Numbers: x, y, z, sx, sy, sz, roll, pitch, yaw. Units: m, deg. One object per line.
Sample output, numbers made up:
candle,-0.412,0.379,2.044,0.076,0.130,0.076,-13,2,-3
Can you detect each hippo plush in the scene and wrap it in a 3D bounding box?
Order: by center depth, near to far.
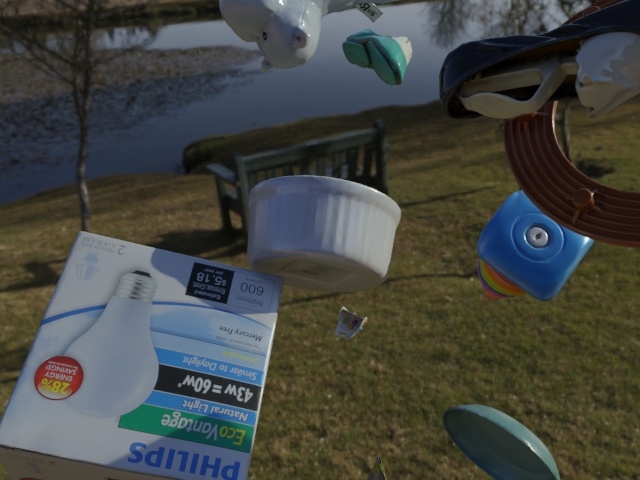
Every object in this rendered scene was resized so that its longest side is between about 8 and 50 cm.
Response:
hippo plush,-0.055,-0.398,1.150,0.236,0.294,0.234,-60,22,-16

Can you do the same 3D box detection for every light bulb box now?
light bulb box,-0.274,0.224,1.093,0.358,0.225,0.361,13,55,-7

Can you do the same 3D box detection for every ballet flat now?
ballet flat,0.242,-0.162,0.658,0.281,0.095,0.096,-4,51,42
ballet flat,0.120,-0.354,1.253,0.087,0.083,0.247,-28,30,-6

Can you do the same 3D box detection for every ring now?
ring,0.360,-0.151,0.716,0.337,0.032,0.336,-15,59,26

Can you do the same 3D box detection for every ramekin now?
ramekin,0.000,0.000,1.199,0.277,0.135,0.277,6,-17,2

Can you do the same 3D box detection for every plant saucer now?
plant saucer,0.164,0.185,0.602,0.119,0.119,0.021,16,53,45

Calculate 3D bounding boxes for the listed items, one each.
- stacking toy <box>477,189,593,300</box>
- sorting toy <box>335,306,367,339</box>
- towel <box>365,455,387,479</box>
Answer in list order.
stacking toy,0.364,0.049,1.278,0.166,0.302,0.175,37,71,13
sorting toy,0.078,0.230,1.809,0.083,0.045,0.075,22,66,38
towel,0.101,0.447,1.243,0.009,0.083,0.060,10,30,-18
